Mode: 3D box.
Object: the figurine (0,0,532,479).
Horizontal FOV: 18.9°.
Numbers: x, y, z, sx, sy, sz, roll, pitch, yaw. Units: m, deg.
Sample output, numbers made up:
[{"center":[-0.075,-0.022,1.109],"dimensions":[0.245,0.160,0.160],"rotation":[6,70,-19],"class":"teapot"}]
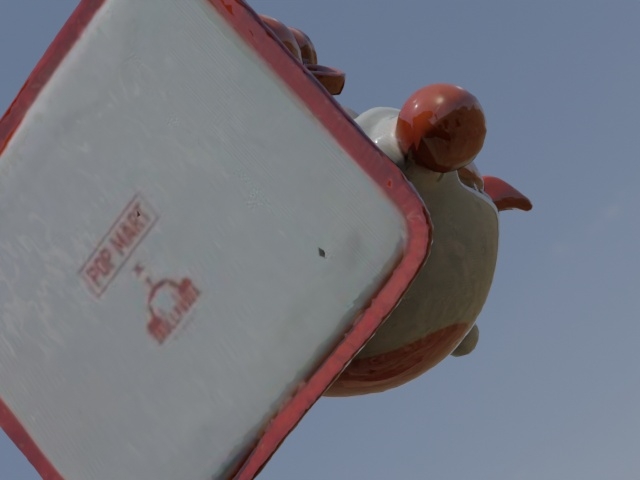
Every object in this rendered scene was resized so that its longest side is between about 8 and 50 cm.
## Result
[{"center":[0.000,0.000,0.744],"dimensions":[0.183,0.160,0.226],"rotation":[-51,-22,25],"class":"figurine"}]
